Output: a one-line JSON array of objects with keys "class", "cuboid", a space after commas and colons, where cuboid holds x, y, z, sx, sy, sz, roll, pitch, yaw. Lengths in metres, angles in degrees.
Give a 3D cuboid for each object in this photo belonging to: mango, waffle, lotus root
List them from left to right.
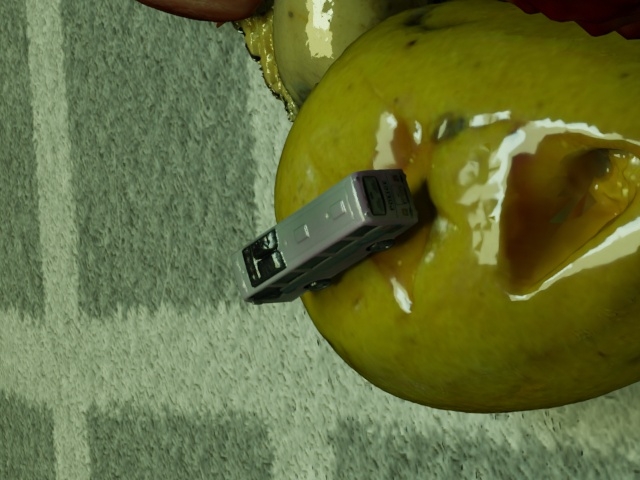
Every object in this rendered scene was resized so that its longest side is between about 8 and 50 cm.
[{"class": "waffle", "cuboid": [-0.048, -0.156, 1.389, 0.097, 0.023, 0.152, -30, 68, 58]}, {"class": "lotus root", "cuboid": [0.021, -0.146, 1.180, 0.118, 0.125, 0.221, 5, 93, 33]}, {"class": "mango", "cuboid": [0.120, -0.025, 0.992, 0.365, 0.182, 0.253, -8, 84, 48]}]

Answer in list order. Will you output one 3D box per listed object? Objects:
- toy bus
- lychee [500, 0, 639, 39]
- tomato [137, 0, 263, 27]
[{"class": "toy bus", "cuboid": [0.000, 0.000, 0.951, 0.131, 0.052, 0.037, -32, 69, 46]}, {"class": "lychee", "cuboid": [0.136, -0.287, 0.685, 0.500, 0.425, 0.424, 7, 99, 42]}, {"class": "tomato", "cuboid": [-0.129, -0.340, 1.366, 0.338, 0.144, 0.338, -176, 90, -65]}]
